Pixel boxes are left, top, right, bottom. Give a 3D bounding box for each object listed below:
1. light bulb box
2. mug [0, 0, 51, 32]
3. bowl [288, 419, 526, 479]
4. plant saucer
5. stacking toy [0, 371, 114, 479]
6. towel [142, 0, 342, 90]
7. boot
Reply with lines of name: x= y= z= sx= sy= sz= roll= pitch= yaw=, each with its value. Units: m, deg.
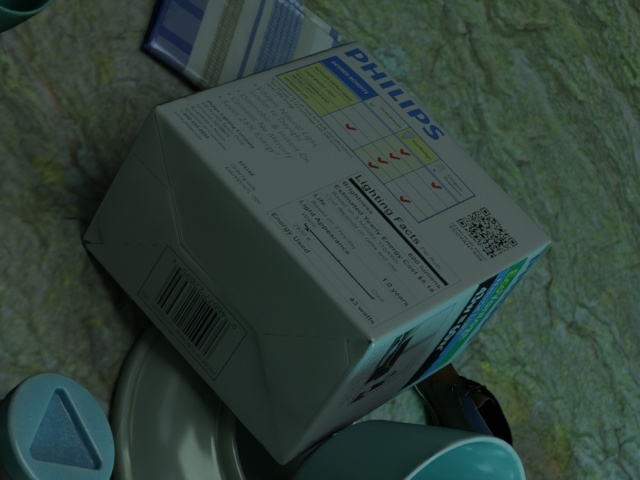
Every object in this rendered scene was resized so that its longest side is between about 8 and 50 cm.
light bulb box: x=0.000 y=0.000 z=1.950 sx=0.358 sy=0.225 sz=0.361 roll=47 pitch=39 yaw=16
mug: x=-0.370 y=-0.285 z=1.855 sx=0.158 sy=0.097 sz=0.129 roll=-16 pitch=87 yaw=-48
bowl: x=0.064 y=0.318 z=1.871 sx=0.311 sy=0.163 sz=0.311 roll=-26 pitch=128 yaw=-37
plant saucer: x=-0.058 y=0.244 z=1.983 sx=0.400 sy=0.100 sz=0.400 roll=19 pitch=62 yaw=-41
stacking toy: x=-0.322 y=0.201 z=1.574 sx=0.309 sy=0.130 sz=0.279 roll=38 pitch=42 yaw=-32
towel: x=-0.092 y=-0.247 z=2.185 sx=0.285 sy=0.034 sz=0.209 roll=33 pitch=55 yaw=-31
boot: x=0.182 y=0.189 z=2.250 sx=0.082 sy=0.106 sz=0.219 roll=-15 pitch=87 yaw=-48
